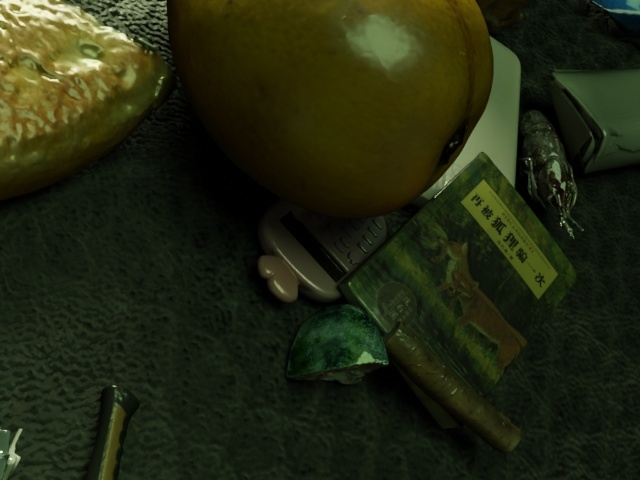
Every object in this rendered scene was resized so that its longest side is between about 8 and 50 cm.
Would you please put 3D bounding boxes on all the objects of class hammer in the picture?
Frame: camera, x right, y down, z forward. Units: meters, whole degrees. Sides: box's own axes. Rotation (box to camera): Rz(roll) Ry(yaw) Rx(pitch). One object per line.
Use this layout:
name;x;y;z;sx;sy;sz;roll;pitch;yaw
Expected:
hammer;-0.149;0.185;0.554;0.078;0.021;0.201;19;53;-23

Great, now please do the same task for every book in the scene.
book;0.134;0.038;0.800;0.228;0.024;0.160;-41;96;-35

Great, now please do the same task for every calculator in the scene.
calculator;0.000;0.000;0.767;0.103;0.024;0.166;48;46;1

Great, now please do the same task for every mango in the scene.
mango;-0.009;-0.187;0.751;0.264;0.221;0.378;-12;57;-37

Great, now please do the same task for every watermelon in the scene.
watermelon;0.017;0.090;0.715;0.085;0.085;0.061;-48;133;-42

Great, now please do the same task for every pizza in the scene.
pizza;-0.269;-0.110;0.625;0.365;0.074;0.182;-22;78;-40

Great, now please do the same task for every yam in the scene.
yam;0.105;0.122;0.719;0.145;0.032;0.032;42;48;-12

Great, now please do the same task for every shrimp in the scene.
shrimp;0.245;-0.072;0.952;0.056;0.065;0.165;-6;67;0

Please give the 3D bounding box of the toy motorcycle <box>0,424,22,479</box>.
toy motorcycle;-0.271;0.131;0.458;0.221;0.102;0.150;11;45;-28

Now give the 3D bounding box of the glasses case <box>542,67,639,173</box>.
glasses case;0.382;-0.153;1.077;0.308;0.083;0.128;-10;63;-37

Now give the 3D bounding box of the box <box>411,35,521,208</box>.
box;0.152;-0.132;0.937;0.142;0.044;0.285;28;50;-19

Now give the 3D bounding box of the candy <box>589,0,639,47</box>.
candy;0.527;-0.312;1.279;0.331;0.077;0.187;29;57;-14

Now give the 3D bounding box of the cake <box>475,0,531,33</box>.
cake;0.194;-0.480;1.008;0.293;0.314;0.307;22;54;-18
